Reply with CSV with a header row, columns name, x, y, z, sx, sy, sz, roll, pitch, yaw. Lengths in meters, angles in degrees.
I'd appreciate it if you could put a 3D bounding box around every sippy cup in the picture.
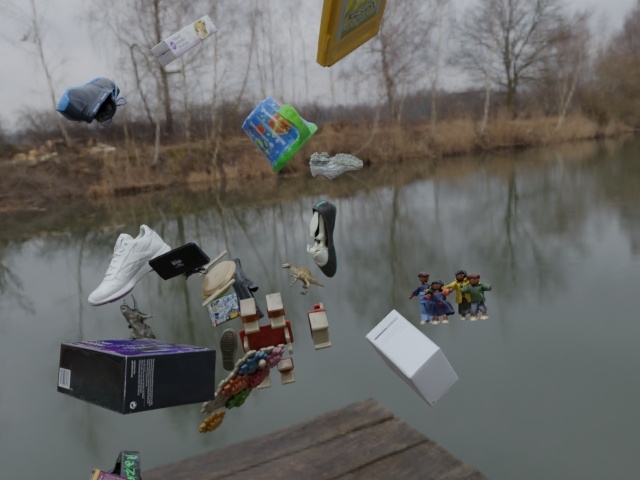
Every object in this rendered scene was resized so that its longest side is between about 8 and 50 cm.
name,x,y,z,sx,sy,sz,roll,pitch,yaw
sippy cup,-0.168,-0.417,2.315,0.305,0.224,0.240,-43,8,32

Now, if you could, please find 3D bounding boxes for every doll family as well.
name,x,y,z,sx,sy,sz,roll,pitch,yaw
doll family,0.264,0.112,1.254,0.192,0.112,0.076,-11,-5,27

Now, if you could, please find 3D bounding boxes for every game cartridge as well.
name,x,y,z,sx,sy,sz,roll,pitch,yaw
game cartridge,0.107,-0.696,1.807,0.052,0.324,0.285,38,60,18

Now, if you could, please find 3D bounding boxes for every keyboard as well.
name,x,y,z,sx,sy,sz,roll,pitch,yaw
keyboard,-0.368,0.058,1.626,0.192,0.100,0.038,-19,28,35

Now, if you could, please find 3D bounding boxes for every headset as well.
name,x,y,z,sx,sy,sz,roll,pitch,yaw
headset,-0.518,0.745,1.642,0.185,0.394,0.243,11,33,-21

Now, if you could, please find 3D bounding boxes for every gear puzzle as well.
name,x,y,z,sx,sy,sz,roll,pitch,yaw
gear puzzle,-0.226,0.414,1.628,0.044,0.339,0.175,47,21,23

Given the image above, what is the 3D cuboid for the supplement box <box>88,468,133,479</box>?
name,x,y,z,sx,sy,sz,roll,pitch,yaw
supplement box,-0.392,0.461,1.139,0.083,0.043,0.055,25,-28,-17

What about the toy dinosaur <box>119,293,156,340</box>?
name,x,y,z,sx,sy,sz,roll,pitch,yaw
toy dinosaur,-0.554,0.338,1.899,0.120,0.314,0.160,1,34,0

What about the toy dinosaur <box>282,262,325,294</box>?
name,x,y,z,sx,sy,sz,roll,pitch,yaw
toy dinosaur,-0.049,0.135,2.085,0.053,0.183,0.093,-39,29,43

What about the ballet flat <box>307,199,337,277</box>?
name,x,y,z,sx,sy,sz,roll,pitch,yaw
ballet flat,0.000,0.000,2.092,0.096,0.281,0.095,-14,19,-39

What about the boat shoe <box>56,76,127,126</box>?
name,x,y,z,sx,sy,sz,roll,pitch,yaw
boat shoe,-0.510,-0.301,1.384,0.089,0.109,0.258,32,25,-9

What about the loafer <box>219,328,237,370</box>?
name,x,y,z,sx,sy,sz,roll,pitch,yaw
loafer,-0.299,0.353,1.991,0.056,0.148,0.050,6,16,1

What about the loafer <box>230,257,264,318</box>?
name,x,y,z,sx,sy,sz,roll,pitch,yaw
loafer,-0.238,0.157,1.962,0.078,0.223,0.076,-19,-17,2

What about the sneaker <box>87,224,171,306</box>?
name,x,y,z,sx,sy,sz,roll,pitch,yaw
sneaker,-0.603,0.075,1.847,0.114,0.152,0.305,-13,28,47

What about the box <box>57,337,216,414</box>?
name,x,y,z,sx,sy,sz,roll,pitch,yaw
box,-0.345,0.243,1.133,0.261,0.103,0.184,-2,-7,44

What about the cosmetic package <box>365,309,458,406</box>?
name,x,y,z,sx,sy,sz,roll,pitch,yaw
cosmetic package,0.296,0.377,1.949,0.138,0.224,0.224,-42,45,-6

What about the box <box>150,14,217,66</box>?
name,x,y,z,sx,sy,sz,roll,pitch,yaw
box,-0.431,-0.647,1.953,0.067,0.063,0.324,-23,23,30

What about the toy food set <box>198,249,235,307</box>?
name,x,y,z,sx,sy,sz,roll,pitch,yaw
toy food set,-0.287,0.113,1.725,0.132,0.038,0.192,-38,30,7

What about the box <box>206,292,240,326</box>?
name,x,y,z,sx,sy,sz,roll,pitch,yaw
box,-0.370,0.266,2.354,0.137,0.094,0.027,-20,4,-42

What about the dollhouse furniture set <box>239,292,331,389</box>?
name,x,y,z,sx,sy,sz,roll,pitch,yaw
dollhouse furniture set,-0.105,0.271,1.778,0.259,0.262,0.135,-11,27,-5

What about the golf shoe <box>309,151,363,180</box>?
name,x,y,z,sx,sy,sz,roll,pitch,yaw
golf shoe,0.052,-0.237,1.985,0.176,0.086,0.069,7,33,9
